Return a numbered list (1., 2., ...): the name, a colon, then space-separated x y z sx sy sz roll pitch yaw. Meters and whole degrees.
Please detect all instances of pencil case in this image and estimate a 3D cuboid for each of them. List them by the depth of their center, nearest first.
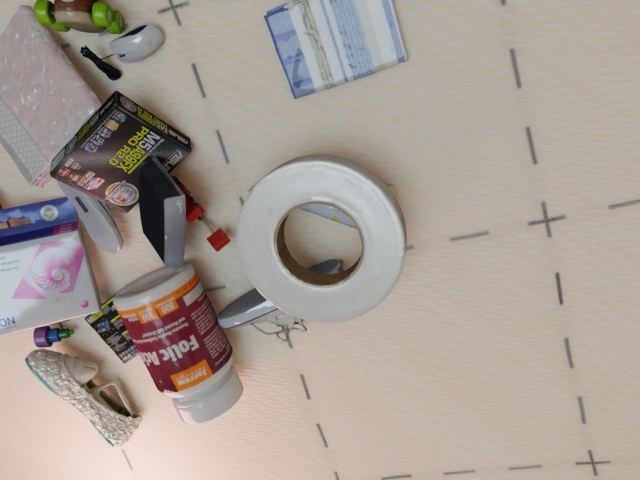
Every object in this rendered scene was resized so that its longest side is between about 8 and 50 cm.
1. pencil case: 0.044 -0.106 1.294 0.273 0.113 0.124 18 95 4

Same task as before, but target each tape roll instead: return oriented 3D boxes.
1. tape roll: 0.000 0.000 1.241 0.392 0.072 0.392 4 111 11

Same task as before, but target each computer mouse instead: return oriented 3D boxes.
1. computer mouse: -0.459 -0.449 1.290 0.193 0.042 0.106 -20 140 17

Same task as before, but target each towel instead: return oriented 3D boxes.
1. towel: 0.036 -0.453 1.206 0.285 0.034 0.209 -15 109 19
2. towel: -0.717 -0.348 1.358 0.317 0.053 0.332 -39 85 23

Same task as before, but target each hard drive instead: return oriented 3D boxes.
1. hard drive: -0.393 -0.061 1.353 0.172 0.054 0.255 49 144 27

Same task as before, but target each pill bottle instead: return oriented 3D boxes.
1. pill bottle: -0.369 0.276 1.469 0.224 0.224 0.392 -17 106 18

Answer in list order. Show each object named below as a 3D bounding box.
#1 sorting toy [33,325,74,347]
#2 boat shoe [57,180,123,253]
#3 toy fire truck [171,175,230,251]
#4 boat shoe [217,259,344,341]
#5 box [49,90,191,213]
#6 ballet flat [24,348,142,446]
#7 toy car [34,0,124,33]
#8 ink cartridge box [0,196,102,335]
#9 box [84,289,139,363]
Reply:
1. sorting toy: -0.797 0.138 1.589 0.126 0.127 0.365 -10 107 -8
2. boat shoe: -0.589 -0.090 1.452 0.095 0.084 0.258 -8 117 28
3. toy fire truck: -0.317 -0.069 1.395 0.047 0.135 0.192 -40 60 -3
4. boat shoe: -0.084 0.186 1.434 0.367 0.136 0.156 -24 107 10
5. box: -0.487 -0.205 1.339 0.270 0.060 0.216 -36 135 22
6. ballet flat: -0.699 0.451 1.665 0.147 0.147 0.409 -29 110 21
7. toy car: -0.543 -0.576 1.235 0.155 0.149 0.188 2 99 -1
8. ink cartridge box: -0.797 0.074 1.471 0.324 0.071 0.330 -14 102 -14
9. box: -0.565 0.245 1.599 0.190 0.045 0.184 -34 98 22
